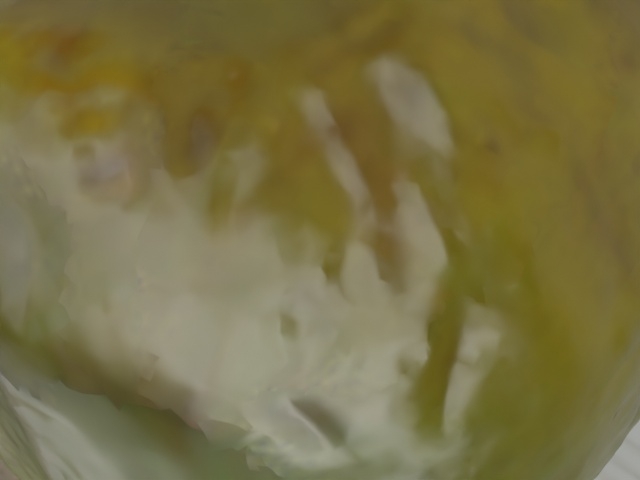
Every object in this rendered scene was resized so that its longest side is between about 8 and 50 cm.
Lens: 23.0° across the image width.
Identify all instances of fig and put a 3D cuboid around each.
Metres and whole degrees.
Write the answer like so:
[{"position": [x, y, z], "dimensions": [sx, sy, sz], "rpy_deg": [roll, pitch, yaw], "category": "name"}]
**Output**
[{"position": [-0.011, -0.004, 0.640], "dimensions": [0.343, 0.343, 0.343], "rpy_deg": [29, 151, 18], "category": "fig"}]
